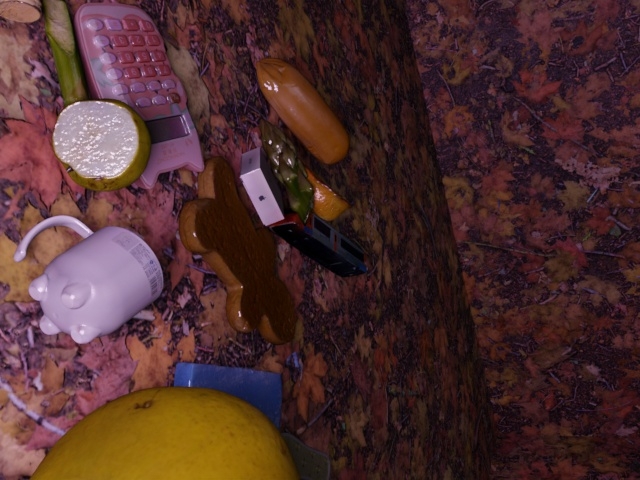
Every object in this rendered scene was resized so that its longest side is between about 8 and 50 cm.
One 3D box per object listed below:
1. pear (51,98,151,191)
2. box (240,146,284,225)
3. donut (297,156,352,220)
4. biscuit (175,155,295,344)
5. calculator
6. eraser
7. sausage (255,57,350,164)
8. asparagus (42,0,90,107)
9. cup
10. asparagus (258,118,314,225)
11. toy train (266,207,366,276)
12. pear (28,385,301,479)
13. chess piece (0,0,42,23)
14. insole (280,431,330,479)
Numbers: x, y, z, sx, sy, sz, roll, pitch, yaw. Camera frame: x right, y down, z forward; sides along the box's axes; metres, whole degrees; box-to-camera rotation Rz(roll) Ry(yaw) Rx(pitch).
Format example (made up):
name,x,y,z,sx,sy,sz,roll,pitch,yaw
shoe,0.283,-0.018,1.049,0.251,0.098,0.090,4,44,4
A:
name,x,y,z,sx,sy,sz,roll,pitch,yaw
pear,-0.329,-0.142,0.873,0.104,0.141,0.140,154,-68,-76
box,-0.129,-0.120,1.266,0.130,0.051,0.129,-103,170,-60
donut,-0.012,-0.122,1.437,0.190,0.074,0.174,43,8,3
biscuit,-0.164,0.061,1.187,0.282,0.064,0.431,-81,152,-48
calculator,-0.316,-0.260,1.003,0.220,0.048,0.329,-35,112,-59
eraser,-0.171,0.323,1.129,0.312,0.043,0.144,30,57,-57
sausage,-0.043,-0.334,1.478,0.354,0.116,0.134,43,56,-46
asparagus,-0.387,-0.284,0.873,0.045,0.041,0.178,-27,106,-70
cup,-0.327,0.050,0.803,0.142,0.134,0.173,-47,125,-54
asparagus,-0.074,-0.170,1.344,0.287,0.080,0.080,60,23,15
toy train,0.000,0.000,1.496,0.409,0.086,0.089,36,51,-54
pear,-0.192,0.369,0.739,0.418,0.363,0.361,31,56,-63
chess piece,-0.429,-0.401,0.810,0.060,0.060,0.171,7,74,-62
insole,-0.050,0.523,1.353,0.322,0.007,0.109,44,46,-49
